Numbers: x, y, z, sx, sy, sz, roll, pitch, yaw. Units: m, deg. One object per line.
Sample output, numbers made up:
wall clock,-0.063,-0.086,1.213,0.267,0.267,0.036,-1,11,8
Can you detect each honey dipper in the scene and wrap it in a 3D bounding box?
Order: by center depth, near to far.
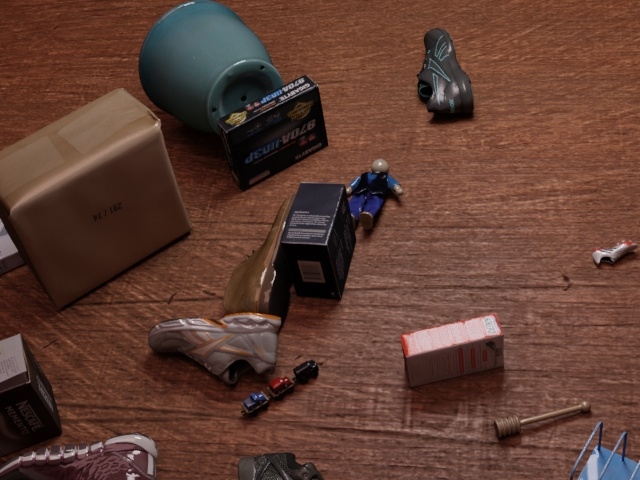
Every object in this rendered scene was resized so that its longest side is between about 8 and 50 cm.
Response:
honey dipper,0.362,0.287,1.643,0.161,0.030,0.030,-12,46,-4

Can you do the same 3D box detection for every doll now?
doll,0.104,-0.097,2.042,0.129,0.046,0.189,-2,40,23

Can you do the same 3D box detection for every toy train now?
toy train,-0.071,0.255,1.756,0.158,0.036,0.027,-31,49,-17

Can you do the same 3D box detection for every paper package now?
paper package,-0.444,-0.080,1.956,0.325,0.309,0.168,-32,52,-18

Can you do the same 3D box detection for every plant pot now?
plant pot,-0.212,-0.343,2.164,0.272,0.271,0.255,-31,43,-17

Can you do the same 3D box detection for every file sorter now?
file sorter,0.466,0.361,1.500,0.170,0.104,0.118,22,54,29

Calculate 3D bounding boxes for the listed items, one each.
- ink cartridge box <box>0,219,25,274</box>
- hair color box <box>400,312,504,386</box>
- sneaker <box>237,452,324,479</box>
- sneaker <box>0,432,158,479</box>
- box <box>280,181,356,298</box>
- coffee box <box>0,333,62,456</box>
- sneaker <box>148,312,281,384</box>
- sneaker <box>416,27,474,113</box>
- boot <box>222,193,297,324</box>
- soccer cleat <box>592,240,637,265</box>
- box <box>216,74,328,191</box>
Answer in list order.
ink cartridge box,-0.659,-0.032,2.141,0.223,0.045,0.224,-27,48,-13
hair color box,0.224,0.187,1.720,0.167,0.093,0.053,-12,47,0
sneaker,-0.054,0.420,1.564,0.130,0.087,0.227,-16,41,5
sneaker,-0.396,0.416,1.630,0.281,0.106,0.162,-15,49,-3
box,0.000,0.000,1.898,0.093,0.156,0.158,3,48,16
coffee box,-0.619,0.299,1.740,0.297,0.168,0.119,-21,47,-7
sneaker,-0.194,0.197,1.800,0.262,0.099,0.121,-7,78,25
sneaker,0.257,-0.376,2.235,0.106,0.101,0.267,-15,46,1
boot,-0.104,0.030,1.934,0.115,0.112,0.305,-2,48,24
soccer cleat,0.540,0.024,1.853,0.083,0.029,0.035,-12,55,5
box,-0.097,-0.224,2.113,0.220,0.175,0.051,-29,51,-16
